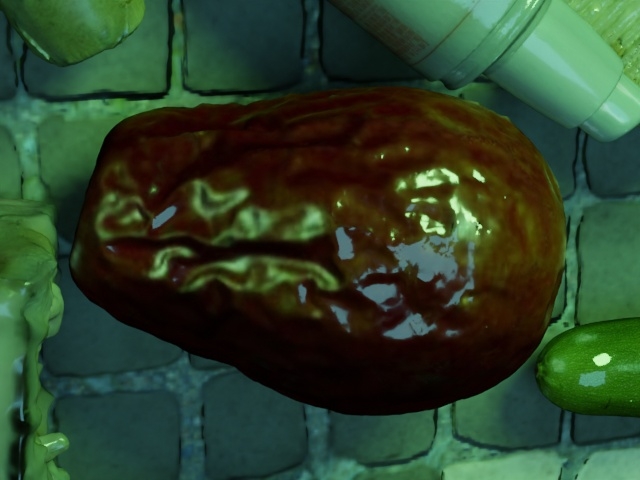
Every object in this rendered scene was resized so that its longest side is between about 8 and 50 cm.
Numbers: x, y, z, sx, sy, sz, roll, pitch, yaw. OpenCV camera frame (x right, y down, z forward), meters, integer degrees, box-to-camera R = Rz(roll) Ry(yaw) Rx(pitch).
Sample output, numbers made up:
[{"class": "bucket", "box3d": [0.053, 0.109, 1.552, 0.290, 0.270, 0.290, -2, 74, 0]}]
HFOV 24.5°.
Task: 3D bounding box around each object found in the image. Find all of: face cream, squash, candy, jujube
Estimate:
[{"class": "face cream", "box3d": [0.071, -0.134, 0.766, 0.251, 0.101, 0.101, 37, 97, -11]}, {"class": "squash", "box3d": [0.252, 0.081, 0.940, 0.252, 0.066, 0.066, 3, 109, -16]}, {"class": "candy", "box3d": [-0.226, 0.074, 0.770, 0.195, 0.137, 0.185, -1, 110, -13]}, {"class": "jujube", "box3d": [0.000, 0.000, 0.786, 0.255, 0.190, 0.190, 13, 106, -3]}]

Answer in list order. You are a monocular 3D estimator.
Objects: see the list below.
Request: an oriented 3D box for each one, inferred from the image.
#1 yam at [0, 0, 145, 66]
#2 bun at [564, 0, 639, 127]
[{"class": "yam", "box3d": [-0.195, -0.253, 0.691, 0.083, 0.083, 0.372, -30, 115, -3]}, {"class": "bun", "box3d": [0.202, -0.152, 0.822, 0.183, 0.102, 0.183, 8, 111, 20]}]
